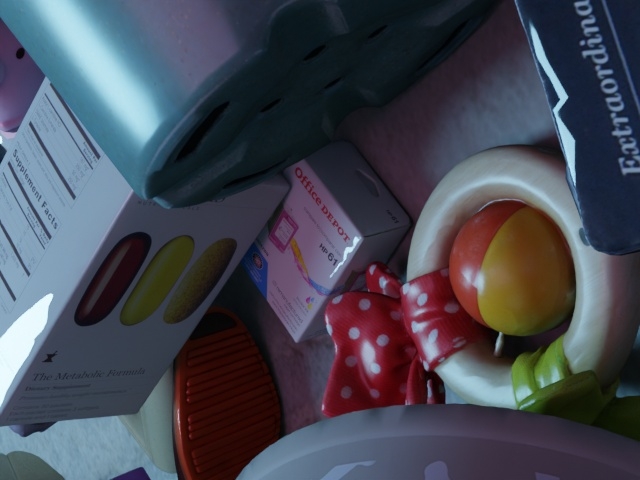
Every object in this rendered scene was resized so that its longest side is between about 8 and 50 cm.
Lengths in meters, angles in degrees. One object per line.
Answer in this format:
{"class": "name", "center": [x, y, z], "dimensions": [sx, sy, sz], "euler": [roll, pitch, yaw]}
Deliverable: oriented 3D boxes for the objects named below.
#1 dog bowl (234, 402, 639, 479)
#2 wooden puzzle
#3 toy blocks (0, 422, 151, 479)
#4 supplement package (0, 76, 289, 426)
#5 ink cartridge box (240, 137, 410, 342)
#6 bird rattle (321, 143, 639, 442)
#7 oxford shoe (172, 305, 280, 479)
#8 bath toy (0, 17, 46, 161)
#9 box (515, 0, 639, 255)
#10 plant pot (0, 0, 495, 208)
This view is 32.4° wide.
{"class": "dog bowl", "center": [0.093, 0.242, 0.589], "dimensions": [0.348, 0.102, 0.349], "euler": [11, 133, 12]}
{"class": "wooden puzzle", "center": [-0.202, 0.082, 1.033], "dimensions": [0.238, 0.044, 0.221], "euler": [39, 148, 29]}
{"class": "toy blocks", "center": [-0.300, 0.286, 0.930], "dimensions": [0.260, 0.288, 0.309], "euler": [-47, 64, 34]}
{"class": "supplement package", "center": [-0.160, 0.003, 0.809], "dimensions": [0.134, 0.139, 0.244], "euler": [52, 121, 31]}
{"class": "ink cartridge box", "center": [0.000, 0.000, 0.802], "dimensions": [0.088, 0.052, 0.122], "euler": [53, 134, 24]}
{"class": "bird rattle", "center": [0.114, 0.044, 0.671], "dimensions": [0.253, 0.143, 0.207], "euler": [33, 114, 54]}
{"class": "oxford shoe", "center": [-0.092, 0.187, 0.936], "dimensions": [0.098, 0.097, 0.271], "euler": [6, 105, 56]}
{"class": "bath toy", "center": [-0.243, -0.122, 0.841], "dimensions": [0.151, 0.348, 0.129], "euler": [-8, 58, 22]}
{"class": "box", "center": [0.249, -0.194, 0.337], "dimensions": [0.395, 0.212, 0.294], "euler": [-20, 87, 49]}
{"class": "plant pot", "center": [-0.080, -0.223, 0.640], "dimensions": [0.334, 0.341, 0.341], "euler": [56, 137, 8]}
